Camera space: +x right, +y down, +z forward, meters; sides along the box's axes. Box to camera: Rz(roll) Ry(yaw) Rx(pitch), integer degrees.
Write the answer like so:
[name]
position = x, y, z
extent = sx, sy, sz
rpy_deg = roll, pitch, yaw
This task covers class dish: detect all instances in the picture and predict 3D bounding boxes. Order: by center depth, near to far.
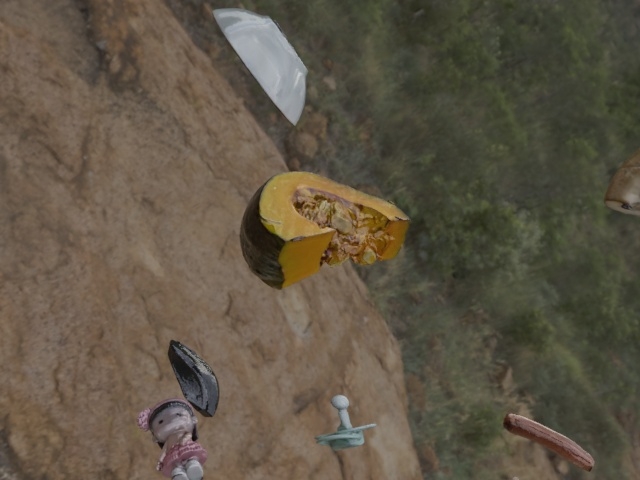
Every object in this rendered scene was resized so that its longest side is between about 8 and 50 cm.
[dish]
position = -0.067, -0.255, 0.951
extent = 0.190, 0.066, 0.190
rpy_deg = 53, 8, -11

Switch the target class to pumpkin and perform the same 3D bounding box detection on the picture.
[pumpkin]
position = 0.000, -0.001, 1.174
extent = 0.280, 0.139, 0.190
rpy_deg = 21, 47, 2

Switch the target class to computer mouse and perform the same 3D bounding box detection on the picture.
[computer mouse]
position = -0.236, 0.255, 1.306
extent = 0.172, 0.057, 0.099
rpy_deg = 57, 7, 20

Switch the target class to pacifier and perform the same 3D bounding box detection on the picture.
[pacifier]
position = 0.044, 0.399, 1.506
extent = 0.127, 0.150, 0.116
rpy_deg = -2, 72, -39

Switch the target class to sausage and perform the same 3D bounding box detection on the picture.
[sausage]
position = 0.429, 0.378, 1.290
extent = 0.177, 0.047, 0.040
rpy_deg = 25, 20, 17

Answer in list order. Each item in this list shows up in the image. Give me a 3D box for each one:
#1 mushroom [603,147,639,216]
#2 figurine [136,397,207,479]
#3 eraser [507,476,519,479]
[mushroom]
position = 0.499, -0.095, 0.829
extent = 0.156, 0.286, 0.151
rpy_deg = 24, 76, -41
[figurine]
position = -0.181, 0.250, 0.844
extent = 0.129, 0.072, 0.054
rpy_deg = 55, -10, 48
[eraser]
position = 0.345, 0.510, 0.988
extent = 0.171, 0.087, 0.290
rpy_deg = 63, 1, -32
